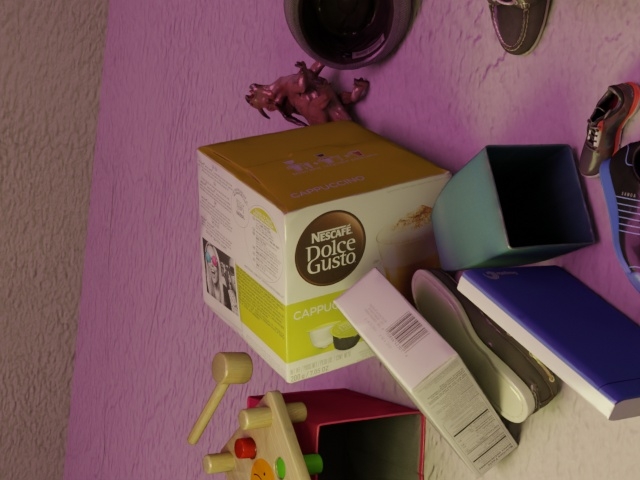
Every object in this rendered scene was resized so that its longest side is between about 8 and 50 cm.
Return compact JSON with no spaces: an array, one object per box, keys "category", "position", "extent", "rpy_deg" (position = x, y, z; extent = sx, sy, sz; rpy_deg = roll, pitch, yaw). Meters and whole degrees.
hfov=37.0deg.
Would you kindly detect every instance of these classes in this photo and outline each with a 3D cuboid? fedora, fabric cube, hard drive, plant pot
[{"category":"fedora","position":[0.054,-0.471,1.854],"extent":[0.124,0.244,0.275],"rpy_deg":[-84,-9,-47]},{"category":"fabric cube","position":[0.022,0.439,1.849],"extent":[0.258,0.254,0.259],"rpy_deg":[5,94,54]},{"category":"hard drive","position":[0.373,0.134,1.369],"extent":[0.319,0.210,0.040],"rpy_deg":[44,126,46]},{"category":"plant pot","position":[0.286,-0.034,1.545],"extent":[0.234,0.166,0.165],"rpy_deg":[-37,60,59]}]

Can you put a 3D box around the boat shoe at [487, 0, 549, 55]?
[{"category":"boat shoe","position":[0.309,-0.464,1.531],"extent":[0.112,0.096,0.335],"rpy_deg":[27,120,47]}]

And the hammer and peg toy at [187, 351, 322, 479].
[{"category":"hammer and peg toy","position":[-0.110,0.391,1.711],"extent":[0.266,0.127,0.361],"rpy_deg":[-55,46,43]}]

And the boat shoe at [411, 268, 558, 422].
[{"category":"boat shoe","position":[0.267,0.159,1.581],"extent":[0.305,0.091,0.109],"rpy_deg":[52,148,25]}]

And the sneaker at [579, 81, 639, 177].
[{"category":"sneaker","position":[0.417,-0.168,1.432],"extent":[0.061,0.065,0.158],"rpy_deg":[46,126,45]}]

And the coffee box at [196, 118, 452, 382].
[{"category":"coffee box","position":[0.000,0.000,1.750],"extent":[0.338,0.338,0.334],"rpy_deg":[37,134,50]}]

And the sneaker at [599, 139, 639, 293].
[{"category":"sneaker","position":[0.465,-0.032,1.349],"extent":[0.090,0.081,0.232],"rpy_deg":[-43,54,56]}]

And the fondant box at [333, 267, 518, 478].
[{"category":"fondant box","position":[0.177,0.222,1.579],"extent":[0.096,0.330,0.238],"rpy_deg":[-39,46,-4]}]

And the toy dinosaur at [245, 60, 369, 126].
[{"category":"toy dinosaur","position":[-0.011,-0.285,2.020],"extent":[0.296,0.127,0.200],"rpy_deg":[44,138,26]}]
